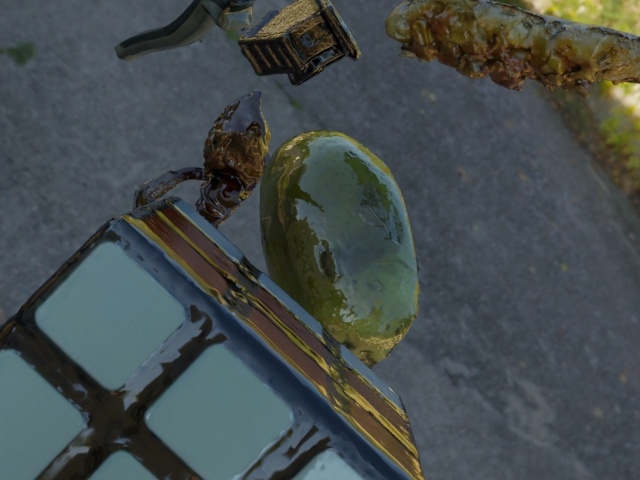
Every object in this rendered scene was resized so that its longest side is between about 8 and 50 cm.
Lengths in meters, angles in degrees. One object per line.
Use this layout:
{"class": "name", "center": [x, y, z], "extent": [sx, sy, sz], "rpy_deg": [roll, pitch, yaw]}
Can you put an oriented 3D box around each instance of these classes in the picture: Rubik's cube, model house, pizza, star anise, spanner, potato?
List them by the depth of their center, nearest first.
{"class": "Rubik's cube", "center": [-0.068, 0.090, 0.448], "extent": [0.163, 0.162, 0.160], "rpy_deg": [42, 4, -4]}
{"class": "spanner", "center": [-0.105, -0.226, 0.960], "extent": [0.040, 0.325, 0.095], "rpy_deg": [-22, 100, -38]}
{"class": "potato", "center": [0.000, 0.000, 1.110], "extent": [0.111, 0.160, 0.271], "rpy_deg": [24, 51, -53]}
{"class": "pizza", "center": [0.217, -0.200, 1.138], "extent": [0.305, 0.085, 0.161], "rpy_deg": [12, 10, 2]}
{"class": "model house", "center": [-0.029, -0.275, 1.552], "extent": [0.165, 0.152, 0.106], "rpy_deg": [53, 13, -48]}
{"class": "star anise", "center": [-0.185, -0.103, 1.795], "extent": [0.148, 0.237, 0.346], "rpy_deg": [45, 71, 3]}
